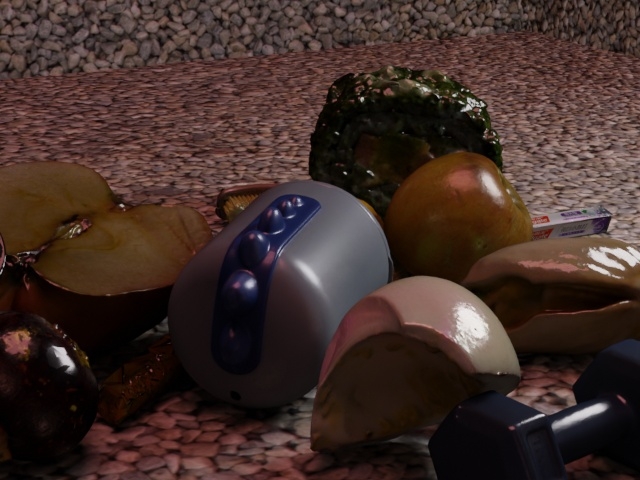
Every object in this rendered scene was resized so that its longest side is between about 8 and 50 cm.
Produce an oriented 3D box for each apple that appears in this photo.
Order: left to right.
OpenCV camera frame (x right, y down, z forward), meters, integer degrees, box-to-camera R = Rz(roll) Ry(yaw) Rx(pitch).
[{"bbox_3d":[-0.351,0.017,1.839,0.329,0.295,0.365,-20,12,26],"label":"apple"},{"bbox_3d":[0.214,-0.028,2.086,0.207,0.237,0.237,-32,11,18],"label":"apple"}]

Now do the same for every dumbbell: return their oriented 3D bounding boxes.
[{"bbox_3d":[0.281,0.218,1.481,0.325,0.144,0.160,-15,26,-37],"label":"dumbbell"}]

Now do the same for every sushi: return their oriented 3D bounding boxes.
[{"bbox_3d":[0.152,-0.159,2.348,0.352,0.294,0.178,5,23,2],"label":"sushi"}]

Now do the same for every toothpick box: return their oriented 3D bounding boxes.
[{"bbox_3d":[-0.060,0.065,1.732,0.263,0.263,0.354,7,21,16],"label":"toothpick box"}]

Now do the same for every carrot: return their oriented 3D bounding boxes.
[{"bbox_3d":[-0.217,0.172,1.715,0.069,0.069,0.229,9,22,23],"label":"carrot"}]

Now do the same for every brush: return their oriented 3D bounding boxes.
[{"bbox_3d":[-0.046,-0.067,2.440,0.313,0.072,0.067,-7,43,-30],"label":"brush"}]

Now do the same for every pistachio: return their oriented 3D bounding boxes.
[{"bbox_3d":[0.342,0.079,1.868,0.288,0.166,0.197,-1,-5,8],"label":"pistachio"}]

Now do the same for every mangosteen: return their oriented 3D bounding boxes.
[{"bbox_3d":[-0.368,0.186,1.526,0.217,0.192,0.192,-38,31,-12],"label":"mangosteen"}]

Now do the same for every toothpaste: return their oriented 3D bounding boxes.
[{"bbox_3d":[0.429,-0.024,2.348,0.196,0.047,0.040,-8,35,-26],"label":"toothpaste"}]

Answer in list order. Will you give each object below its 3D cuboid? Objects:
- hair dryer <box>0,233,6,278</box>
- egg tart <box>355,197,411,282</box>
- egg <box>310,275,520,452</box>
[{"bbox_3d":[-0.488,0.151,1.518,0.156,0.320,0.284,18,39,-13],"label":"hair dryer"},{"bbox_3d":[0.000,0.000,2.129,0.319,0.128,0.319,3,20,-1],"label":"egg tart"},{"bbox_3d":[0.104,0.130,1.534,0.206,0.161,0.271,3,-26,-46],"label":"egg"}]
